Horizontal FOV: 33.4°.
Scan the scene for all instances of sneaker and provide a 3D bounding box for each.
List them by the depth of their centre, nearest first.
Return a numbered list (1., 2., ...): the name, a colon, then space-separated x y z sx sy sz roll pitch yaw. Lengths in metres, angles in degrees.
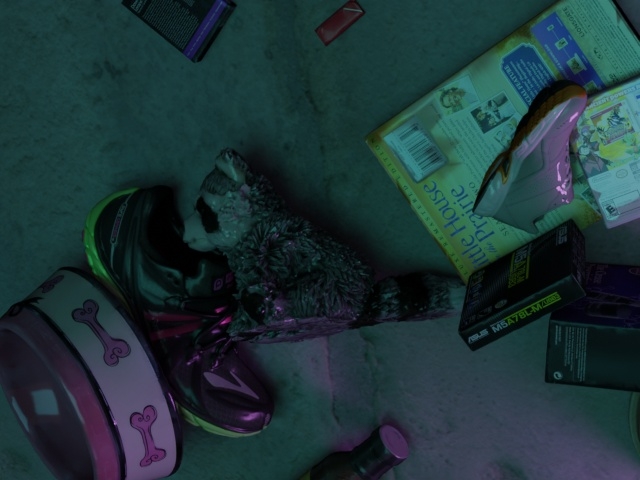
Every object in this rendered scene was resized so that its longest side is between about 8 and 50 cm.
1. sneaker: 0.321 -0.112 1.502 0.121 0.099 0.262 26 137 -2
2. sneaker: -0.216 0.123 1.797 0.202 0.185 0.483 -28 98 25

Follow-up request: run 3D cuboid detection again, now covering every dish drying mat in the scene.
1. dish drying mat: 0.029 -0.340 1.659 0.083 0.008 0.032 -36 94 25

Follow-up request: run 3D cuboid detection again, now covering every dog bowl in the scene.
1. dog bowl: -0.413 0.258 1.819 0.408 0.150 0.408 32 136 37

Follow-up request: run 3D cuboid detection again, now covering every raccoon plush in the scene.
1. raccoon plush: 0.000 0.000 1.724 0.446 0.216 0.299 -2 74 -20

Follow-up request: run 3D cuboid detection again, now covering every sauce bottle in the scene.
1. sauce bottle: 0.012 0.442 1.858 0.111 0.111 0.344 45 116 1

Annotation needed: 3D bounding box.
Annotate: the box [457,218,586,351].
1. box: 0.292 0.063 1.532 0.184 0.191 0.045 -33 103 25

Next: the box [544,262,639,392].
1. box: 0.431 0.119 1.527 0.184 0.261 0.103 6 109 16

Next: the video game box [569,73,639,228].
1. video game box: 0.461 -0.138 1.488 0.205 0.048 0.187 -22 101 23

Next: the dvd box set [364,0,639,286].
1. dvd box set: 0.317 -0.147 1.593 0.420 0.062 0.308 -35 94 25

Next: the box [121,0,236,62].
1. box: -0.230 -0.383 1.724 0.162 0.029 0.116 39 114 2

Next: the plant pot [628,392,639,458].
1. plant pot: 0.600 0.322 1.510 0.333 0.305 0.334 6 109 18
